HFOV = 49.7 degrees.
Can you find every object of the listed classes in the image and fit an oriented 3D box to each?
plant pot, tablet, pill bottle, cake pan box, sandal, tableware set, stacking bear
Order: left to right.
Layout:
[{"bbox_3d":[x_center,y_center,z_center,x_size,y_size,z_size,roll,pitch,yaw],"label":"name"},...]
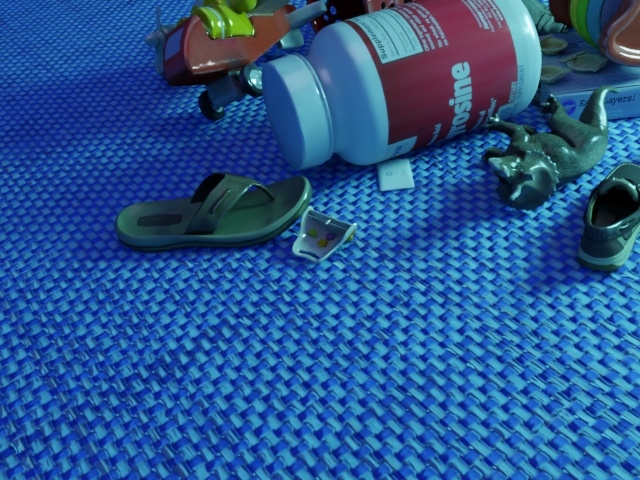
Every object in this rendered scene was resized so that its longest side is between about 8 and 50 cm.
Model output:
[{"bbox_3d":[-0.161,-0.050,1.024,0.302,0.086,0.120,-9,39,-1],"label":"sandal"},{"bbox_3d":[0.091,-0.508,1.473,0.191,0.191,0.174,28,44,36],"label":"plant pot"},{"bbox_3d":[0.119,-0.106,1.107,0.054,0.006,0.083,-6,38,3],"label":"tablet"},{"bbox_3d":[0.124,-0.256,1.115,0.407,0.229,0.229,-20,40,-14],"label":"pill bottle"},{"bbox_3d":[0.400,-0.315,1.201,0.141,0.020,0.168,-26,41,-18],"label":"tableware set"},{"bbox_3d":[0.499,-0.301,1.233,0.266,0.070,0.246,-7,36,2],"label":"cake pan box"},{"bbox_3d":[0.499,-0.410,1.197,0.164,0.175,0.289,13,22,-21],"label":"stacking bear"}]

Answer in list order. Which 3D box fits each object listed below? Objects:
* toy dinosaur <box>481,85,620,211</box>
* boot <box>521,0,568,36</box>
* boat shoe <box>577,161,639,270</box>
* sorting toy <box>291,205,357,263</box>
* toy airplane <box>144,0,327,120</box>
[{"bbox_3d":[0.347,-0.134,1.040,0.313,0.121,0.160,-22,52,-23],"label":"toy dinosaur"},{"bbox_3d":[0.465,-0.493,1.488,0.161,0.083,0.246,16,43,10],"label":"boot"},{"bbox_3d":[0.403,-0.049,0.930,0.080,0.073,0.223,17,45,28],"label":"boat shoe"},{"bbox_3d":[0.000,0.000,0.973,0.083,0.045,0.075,22,55,32],"label":"sorting toy"},{"bbox_3d":[-0.164,-0.443,1.351,0.386,0.272,0.384,-37,20,-3],"label":"toy airplane"}]
